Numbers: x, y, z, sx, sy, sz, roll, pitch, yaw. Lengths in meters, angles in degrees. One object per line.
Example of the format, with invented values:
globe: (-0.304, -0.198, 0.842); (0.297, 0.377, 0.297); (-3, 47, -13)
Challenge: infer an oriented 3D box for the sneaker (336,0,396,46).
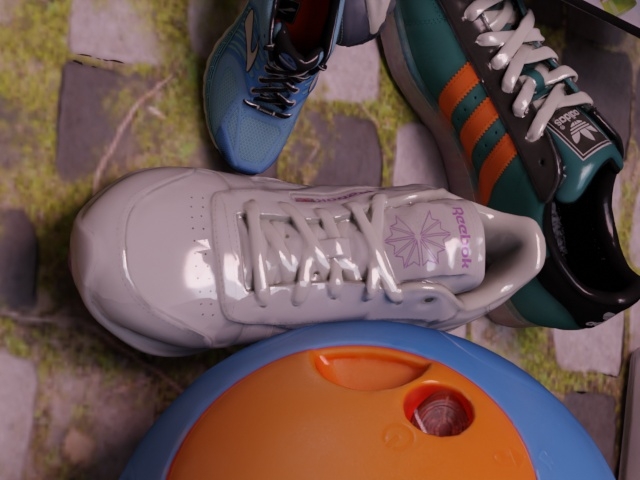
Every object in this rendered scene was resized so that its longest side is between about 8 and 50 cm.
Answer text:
sneaker: (-0.045, -0.234, 0.980); (0.122, 0.110, 0.283); (-27, 118, -6)

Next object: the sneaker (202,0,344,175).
sneaker: (-0.026, -0.108, 0.955); (0.063, 0.073, 0.162); (11, 117, -14)

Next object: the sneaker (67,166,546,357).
sneaker: (0.000, 0.000, 0.950); (0.305, 0.152, 0.114); (2, 74, -42)

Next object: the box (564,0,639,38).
box: (0.173, -0.228, 1.101); (0.290, 0.087, 0.169); (17, 34, -39)

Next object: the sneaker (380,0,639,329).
sneaker: (0.137, -0.083, 1.093); (0.108, 0.121, 0.302); (-32, 107, -37)

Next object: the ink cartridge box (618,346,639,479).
ink cartridge box: (0.454, 0.188, 1.237); (0.395, 0.285, 0.166); (15, 78, -38)

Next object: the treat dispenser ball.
treat dispenser ball: (0.025, 0.185, 0.874); (0.288, 0.288, 0.288); (3, 86, -40)
